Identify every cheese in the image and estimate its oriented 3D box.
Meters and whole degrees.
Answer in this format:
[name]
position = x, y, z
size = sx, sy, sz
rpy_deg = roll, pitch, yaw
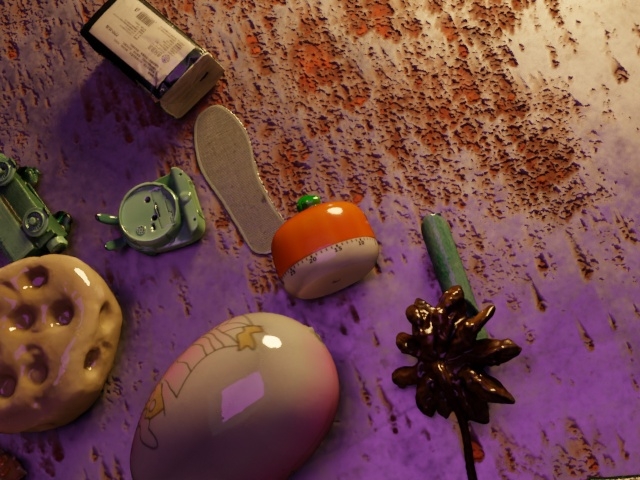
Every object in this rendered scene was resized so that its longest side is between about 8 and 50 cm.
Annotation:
[cheese]
position = -0.363, 0.126, 1.256
size = 0.218, 0.117, 0.235
rpy_deg = 32, 83, 18

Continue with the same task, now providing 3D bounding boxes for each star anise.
[star anise]
position = 0.167, 0.165, 1.147
size = 0.234, 0.073, 0.177
rpy_deg = 54, 128, 15

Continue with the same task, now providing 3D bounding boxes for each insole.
[insole]
position = -0.112, -0.082, 1.328
size = 0.080, 0.003, 0.232
rpy_deg = -27, 72, 2

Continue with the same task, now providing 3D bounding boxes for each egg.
[egg]
position = -0.103, 0.202, 1.150
size = 0.271, 0.196, 0.196
rpy_deg = -31, 71, 8

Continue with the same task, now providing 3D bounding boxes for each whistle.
[whistle]
position = 0.166, 0.055, 1.221
size = 0.039, 0.039, 0.186
rpy_deg = -18, 72, 5

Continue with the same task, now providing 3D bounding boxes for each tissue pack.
[tissue pack]
position = -0.228, -0.256, 1.353
size = 0.170, 0.090, 0.103
rpy_deg = 42, 85, 20

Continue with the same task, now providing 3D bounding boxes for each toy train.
[toy train]
position = -0.408, -0.037, 1.338
size = 0.099, 0.070, 0.172
rpy_deg = -42, 71, 8

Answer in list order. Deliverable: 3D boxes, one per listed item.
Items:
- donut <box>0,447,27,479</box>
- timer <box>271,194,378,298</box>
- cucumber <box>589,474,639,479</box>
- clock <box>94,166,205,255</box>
[donut]
position = -0.426, 0.331, 1.212
size = 0.065, 0.117, 0.166
rpy_deg = 5, 76, 16
[timer]
position = 0.000, 0.000, 1.239
size = 0.136, 0.099, 0.136
rpy_deg = -2, 62, 4
[cucumber]
position = 0.373, 0.280, 1.124
size = 0.133, 0.032, 0.032
rpy_deg = -4, 74, 8
[clock]
position = -0.225, -0.030, 1.313
size = 0.135, 0.041, 0.101
rpy_deg = -22, 72, 4
